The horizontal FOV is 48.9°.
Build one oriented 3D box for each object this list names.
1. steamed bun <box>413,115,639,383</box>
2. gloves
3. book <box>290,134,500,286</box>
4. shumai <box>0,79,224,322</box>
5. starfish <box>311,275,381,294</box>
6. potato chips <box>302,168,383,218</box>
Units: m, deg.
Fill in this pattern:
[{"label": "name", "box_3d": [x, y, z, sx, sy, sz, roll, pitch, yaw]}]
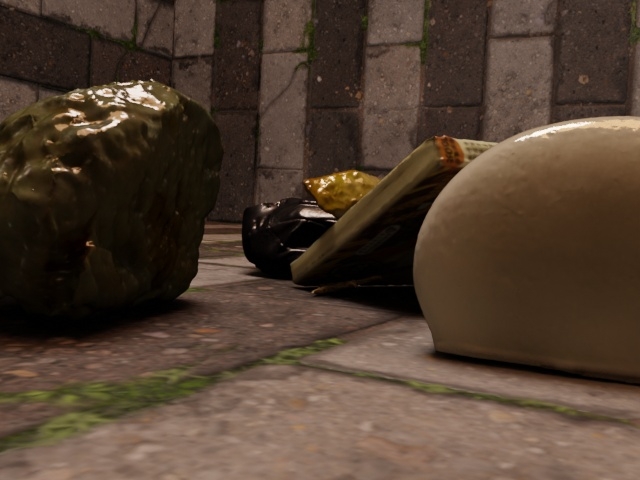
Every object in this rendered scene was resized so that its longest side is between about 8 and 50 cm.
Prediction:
[{"label": "steamed bun", "box_3d": [0.193, 0.002, 0.477, 0.241, 0.164, 0.146, 5, 5, 20]}, {"label": "gloves", "box_3d": [0.000, 0.000, 0.948, 0.203, 0.124, 0.164, -4, 20, 10]}, {"label": "book", "box_3d": [0.215, -0.015, 0.808, 0.428, 0.039, 0.300, 1, -25, -29]}, {"label": "shumai", "box_3d": [-0.210, -0.035, 0.572, 0.218, 0.189, 0.256, 5, -2, 13]}, {"label": "starfish", "box_3d": [0.018, 0.051, 0.780, 0.086, 0.016, 0.092, -5, -2, -30]}, {"label": "potato chips", "box_3d": [0.118, -0.019, 0.881, 0.080, 0.057, 0.407, -36, -28, 19]}]
